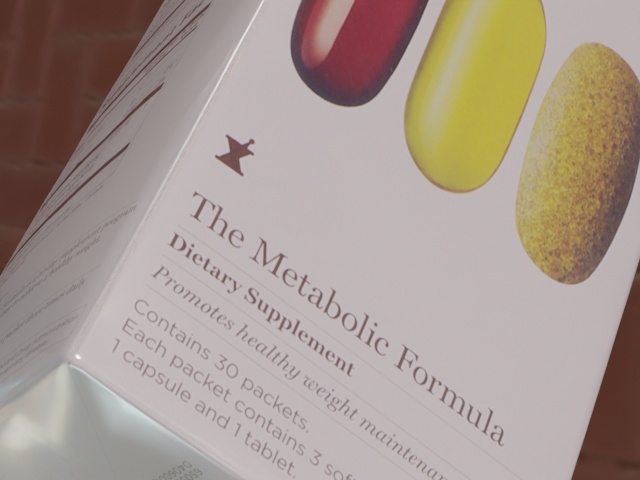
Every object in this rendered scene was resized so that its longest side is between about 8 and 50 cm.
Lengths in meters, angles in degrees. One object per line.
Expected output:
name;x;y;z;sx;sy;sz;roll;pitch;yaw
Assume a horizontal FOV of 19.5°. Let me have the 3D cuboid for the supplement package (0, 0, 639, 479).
supplement package;0.000;0.000;0.542;0.134;0.139;0.244;-35;24;48
